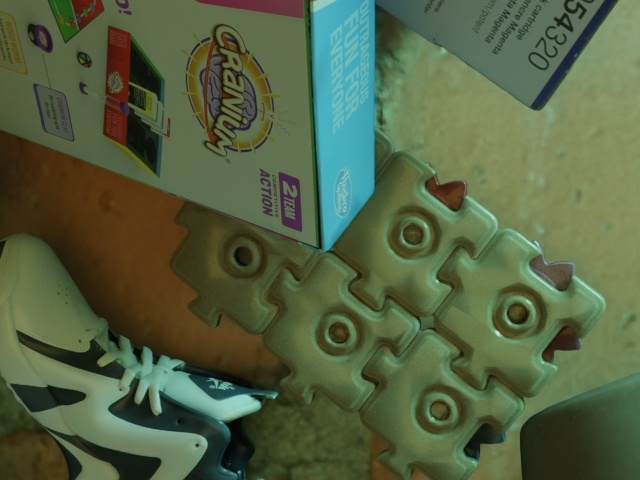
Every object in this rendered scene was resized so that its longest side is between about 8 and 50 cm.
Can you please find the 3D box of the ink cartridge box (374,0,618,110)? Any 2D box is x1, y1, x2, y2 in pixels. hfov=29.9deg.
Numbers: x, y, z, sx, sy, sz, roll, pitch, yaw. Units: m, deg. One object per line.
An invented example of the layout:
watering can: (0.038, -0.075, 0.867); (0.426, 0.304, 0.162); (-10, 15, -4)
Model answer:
ink cartridge box: (0.066, -0.282, 0.627); (0.330, 0.071, 0.324); (36, 134, 5)

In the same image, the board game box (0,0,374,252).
board game box: (-0.122, -0.146, 0.666); (0.317, 0.064, 0.242); (21, 138, 22)

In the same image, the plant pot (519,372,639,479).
plant pot: (0.215, 0.188, 0.657); (0.263, 0.263, 0.229); (-22, 73, 14)

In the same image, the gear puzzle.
gear puzzle: (0.000, 0.000, 0.770); (0.339, 0.044, 0.175); (38, 105, 9)

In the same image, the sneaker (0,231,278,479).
sneaker: (-0.110, 0.089, 0.776); (0.153, 0.094, 0.234); (-19, 93, 13)
